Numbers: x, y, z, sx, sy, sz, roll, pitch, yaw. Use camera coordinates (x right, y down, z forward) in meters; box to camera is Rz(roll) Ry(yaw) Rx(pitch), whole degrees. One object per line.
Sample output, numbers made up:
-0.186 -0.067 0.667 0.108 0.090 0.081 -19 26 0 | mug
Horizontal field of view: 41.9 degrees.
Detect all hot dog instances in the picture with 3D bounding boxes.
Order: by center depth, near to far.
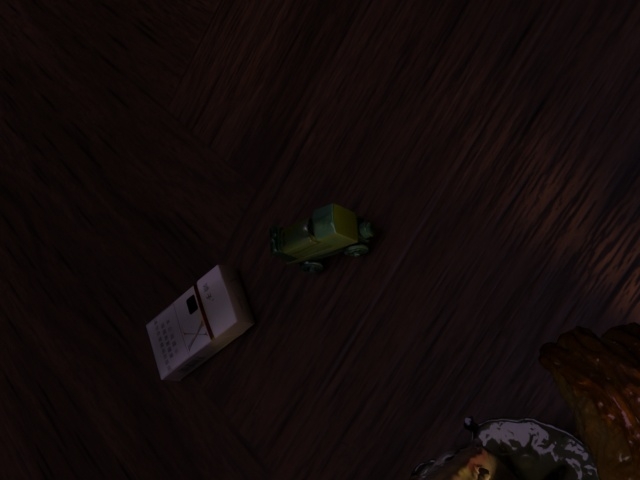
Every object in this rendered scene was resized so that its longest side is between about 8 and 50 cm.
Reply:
0.261 0.175 0.600 0.114 0.175 0.259 -33 53 24 | hot dog

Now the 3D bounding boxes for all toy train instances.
0.000 0.000 0.939 0.122 0.081 0.050 -20 64 33 | toy train

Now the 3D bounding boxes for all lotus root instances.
0.175 0.253 0.733 0.183 0.078 0.204 -8 82 25 | lotus root

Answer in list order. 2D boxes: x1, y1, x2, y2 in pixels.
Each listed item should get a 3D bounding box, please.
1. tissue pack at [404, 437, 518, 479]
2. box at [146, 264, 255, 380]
0.159 0.308 0.558 0.125 0.242 0.344 -48 70 15 | tissue pack
-0.156 0.108 1.073 0.154 0.040 0.084 -39 56 29 | box
